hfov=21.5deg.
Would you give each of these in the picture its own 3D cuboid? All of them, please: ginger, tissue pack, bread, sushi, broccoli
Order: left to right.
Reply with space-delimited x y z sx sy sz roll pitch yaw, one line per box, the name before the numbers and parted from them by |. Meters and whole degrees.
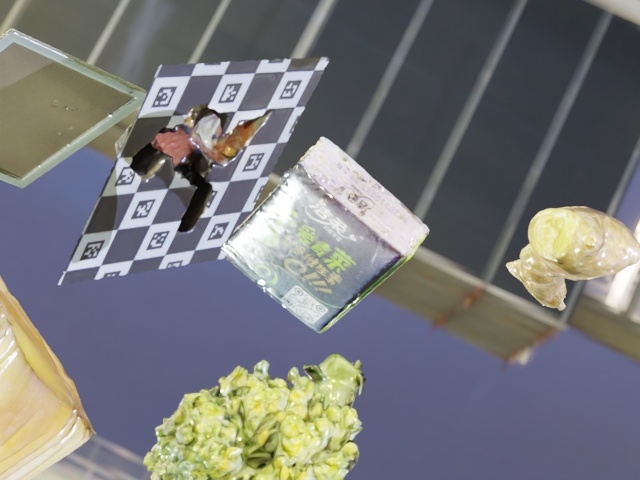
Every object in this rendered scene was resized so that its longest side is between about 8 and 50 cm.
bread | -0.289 0.081 1.217 0.204 0.156 0.288 53 -9 24
sushi | -0.187 -0.113 2.289 0.064 0.359 0.343 42 30 27
broccoli | -0.076 0.198 1.675 0.180 0.273 0.242 28 -29 -14
tissue pack | 0.000 0.000 2.006 0.173 0.073 0.235 40 -39 -4
ginger | 0.299 0.023 2.025 0.131 0.086 0.294 7 -16 -1

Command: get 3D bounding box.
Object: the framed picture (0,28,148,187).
framed picture | -0.400 -0.172 2.229 0.231 0.018 0.293 24 -39 -39
